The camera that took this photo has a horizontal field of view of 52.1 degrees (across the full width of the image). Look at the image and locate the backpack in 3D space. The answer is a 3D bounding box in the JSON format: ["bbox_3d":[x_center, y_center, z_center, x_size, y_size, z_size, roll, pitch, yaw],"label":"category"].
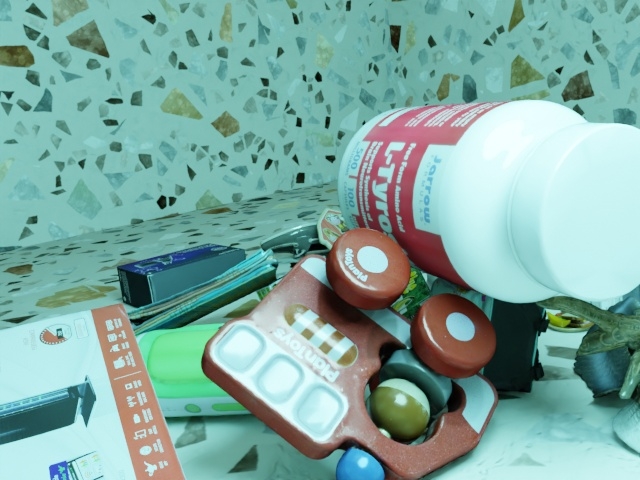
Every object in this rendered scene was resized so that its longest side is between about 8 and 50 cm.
[{"bbox_3d":[0.227,0.115,0.931,0.144,0.166,0.188,1,11,2],"label":"backpack"}]

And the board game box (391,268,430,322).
[{"bbox_3d":[0.139,0.110,1.222,0.136,0.030,0.260,-32,9,7],"label":"board game box"}]

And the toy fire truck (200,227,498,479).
[{"bbox_3d":[0.046,0.153,0.757,0.254,0.302,0.169,-46,-10,-39],"label":"toy fire truck"}]

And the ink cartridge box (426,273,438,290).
[{"bbox_3d":[0.267,0.083,1.261,0.143,0.090,0.092,-7,12,-2],"label":"ink cartridge box"}]

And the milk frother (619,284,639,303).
[{"bbox_3d":[0.587,0.062,1.197,0.134,0.129,0.143,-11,-31,-18],"label":"milk frother"}]

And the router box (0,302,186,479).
[{"bbox_3d":[-0.328,0.222,0.710,0.301,0.082,0.335,-12,33,-23],"label":"router box"}]

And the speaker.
[{"bbox_3d":[-0.133,0.184,0.931,0.296,0.131,0.131,-5,12,12],"label":"speaker"}]

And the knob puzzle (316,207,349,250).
[{"bbox_3d":[0.074,-0.025,1.765,0.213,0.030,0.213,14,41,-13],"label":"knob puzzle"}]

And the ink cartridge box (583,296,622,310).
[{"bbox_3d":[0.487,0.101,1.136,0.028,0.048,0.083,-9,11,-9],"label":"ink cartridge box"}]

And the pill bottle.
[{"bbox_3d":[0.199,-0.055,0.807,0.228,0.229,0.407,-12,13,-21],"label":"pill bottle"}]

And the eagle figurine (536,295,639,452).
[{"bbox_3d":[0.432,0.129,0.810,0.298,0.225,0.226,27,22,-55],"label":"eagle figurine"}]

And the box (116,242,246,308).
[{"bbox_3d":[-0.334,0.087,1.603,0.261,0.103,0.184,-16,17,-37],"label":"box"}]

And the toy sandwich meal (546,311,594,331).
[{"bbox_3d":[0.418,0.129,1.091,0.085,0.029,0.085,-7,11,1],"label":"toy sandwich meal"}]

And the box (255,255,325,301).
[{"bbox_3d":[-0.031,0.110,1.248,0.036,0.114,0.207,-24,1,32],"label":"box"}]

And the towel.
[{"bbox_3d":[-0.200,0.102,1.159,0.271,0.040,0.370,-25,-5,-6],"label":"towel"}]

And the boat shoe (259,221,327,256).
[{"bbox_3d":[0.000,0.000,1.847,0.335,0.096,0.112,-15,-10,-15],"label":"boat shoe"}]
